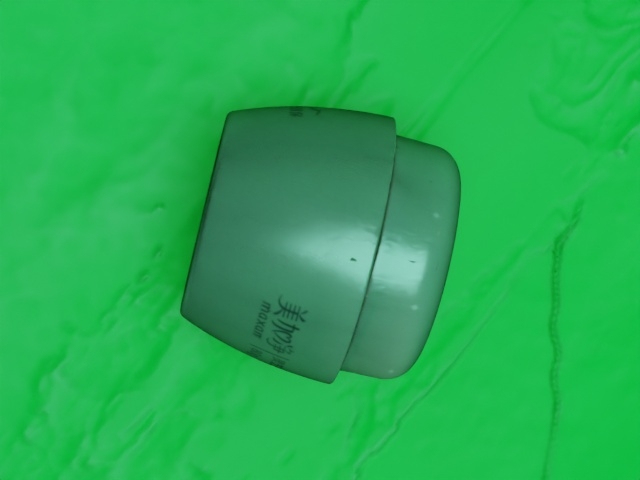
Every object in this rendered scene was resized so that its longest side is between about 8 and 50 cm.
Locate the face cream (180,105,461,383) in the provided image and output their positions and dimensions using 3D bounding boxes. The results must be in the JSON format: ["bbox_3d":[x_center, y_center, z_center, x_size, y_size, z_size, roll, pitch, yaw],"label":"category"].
[{"bbox_3d":[0.000,0.000,0.770,0.104,0.117,0.117,14,93,-5],"label":"face cream"}]
